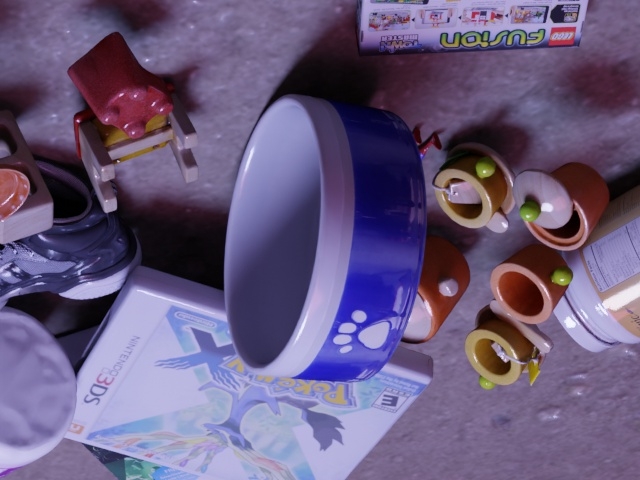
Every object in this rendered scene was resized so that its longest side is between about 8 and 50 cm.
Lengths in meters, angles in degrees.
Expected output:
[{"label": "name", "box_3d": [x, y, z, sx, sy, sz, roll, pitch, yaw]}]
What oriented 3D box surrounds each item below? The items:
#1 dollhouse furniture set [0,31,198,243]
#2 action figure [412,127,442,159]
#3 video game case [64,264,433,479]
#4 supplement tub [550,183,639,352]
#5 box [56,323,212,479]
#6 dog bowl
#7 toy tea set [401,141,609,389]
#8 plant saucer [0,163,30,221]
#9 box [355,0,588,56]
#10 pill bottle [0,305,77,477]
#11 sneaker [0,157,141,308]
[{"label": "dollhouse furniture set", "box_3d": [-0.306, -0.106, 1.784, 0.374, 0.152, 0.201, -21, 151, -16]}, {"label": "action figure", "box_3d": [0.077, -0.066, 1.988, 0.038, 0.030, 0.115, 10, 142, -29]}, {"label": "video game case", "box_3d": [-0.091, 0.164, 2.096, 0.329, 0.036, 0.300, 18, 140, -16]}, {"label": "supplement tub", "box_3d": [0.340, 0.018, 2.039, 0.199, 0.144, 0.144, -32, 136, 29]}, {"label": "box", "box_3d": [-0.161, 0.188, 2.254, 0.232, 0.058, 0.322, -19, 140, 14]}, {"label": "dog bowl", "box_3d": [0.000, 0.000, 1.866, 0.104, 0.265, 0.265, 7, 140, -21]}, {"label": "toy tea set", "box_3d": [0.154, 0.028, 1.974, 0.200, 0.124, 0.336, 37, 141, 15]}, {"label": "plant saucer", "box_3d": [-0.294, -0.039, 1.726, 0.083, 0.013, 0.083, -23, 152, -13]}, {"label": "box", "box_3d": [0.137, -0.220, 1.789, 0.207, 0.036, 0.114, -3, 142, -5]}, {"label": "pill bottle", "box_3d": [-0.402, 0.191, 2.113, 0.169, 0.169, 0.301, 22, 147, -32]}, {"label": "sneaker", "box_3d": [-0.317, -0.002, 1.955, 0.268, 0.101, 0.153, -11, 142, -4]}]
